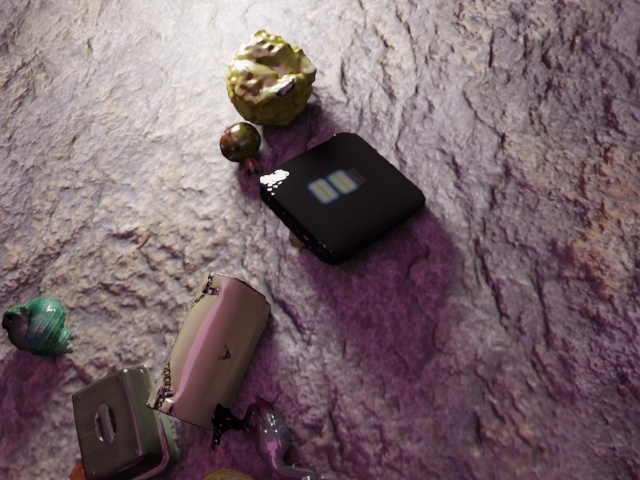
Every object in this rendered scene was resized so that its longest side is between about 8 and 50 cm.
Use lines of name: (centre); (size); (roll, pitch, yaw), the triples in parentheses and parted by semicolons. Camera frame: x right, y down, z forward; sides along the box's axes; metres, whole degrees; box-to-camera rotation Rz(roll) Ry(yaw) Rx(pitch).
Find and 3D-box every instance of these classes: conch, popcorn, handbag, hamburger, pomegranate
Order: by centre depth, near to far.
handbag: (-0.274, 0.277, 1.660); (0.160, 0.237, 0.358); (14, 72, 24)
hamburger: (-0.607, 0.616, 1.723); (0.076, 0.044, 0.083); (-43, 61, -2)
conch: (-0.793, 0.252, 1.890); (0.202, 0.134, 0.196); (49, 128, 22)
popcorn: (-0.140, -0.466, 1.939); (0.293, 0.237, 0.293); (-8, 65, 18)
pomegranate: (-0.231, -0.271, 1.961); (0.129, 0.159, 0.129); (-12, 25, 6)

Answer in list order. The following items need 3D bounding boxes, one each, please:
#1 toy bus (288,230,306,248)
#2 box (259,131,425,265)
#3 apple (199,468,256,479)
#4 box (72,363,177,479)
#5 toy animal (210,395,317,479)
toy bus: (0.000, 0.000, 1.790); (0.172, 0.072, 0.057); (10, 67, 19)
box: (0.055, -0.123, 1.770); (0.350, 0.091, 0.359); (-31, 59, -23)
apple: (-0.199, 0.698, 1.491); (0.254, 0.179, 0.346); (-32, 69, 24)
box: (-0.499, 0.479, 1.680); (0.220, 0.166, 0.290); (-27, 62, 5)
toy animal: (-0.117, 0.493, 1.590); (0.324, 0.090, 0.195); (34, 38, 9)
